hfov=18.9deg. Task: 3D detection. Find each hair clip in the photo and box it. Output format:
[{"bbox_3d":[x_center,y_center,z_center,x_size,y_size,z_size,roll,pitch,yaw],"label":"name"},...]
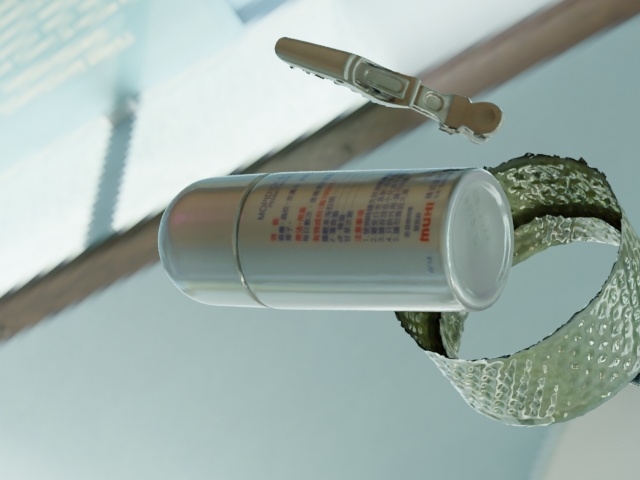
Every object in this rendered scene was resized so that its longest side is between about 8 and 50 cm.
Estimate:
[{"bbox_3d":[0.067,-0.141,1.771,0.072,0.226,0.034,173,-63,-76],"label":"hair clip"}]

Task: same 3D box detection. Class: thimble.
[{"bbox_3d":[0.224,0.057,2.059,0.271,0.150,0.270,-20,-135,21],"label":"thimble"}]

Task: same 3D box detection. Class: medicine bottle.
[{"bbox_3d":[0.000,0.000,1.775,0.341,0.130,0.130,0,-136,33],"label":"medicine bottle"}]

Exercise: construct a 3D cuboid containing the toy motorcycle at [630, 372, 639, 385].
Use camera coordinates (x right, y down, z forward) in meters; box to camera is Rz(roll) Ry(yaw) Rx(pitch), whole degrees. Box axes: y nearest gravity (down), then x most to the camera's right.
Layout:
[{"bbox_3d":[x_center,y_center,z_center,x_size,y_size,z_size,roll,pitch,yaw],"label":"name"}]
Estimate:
[{"bbox_3d":[0.492,0.068,2.109,0.342,0.142,0.206,-34,-154,-6],"label":"toy motorcycle"}]
